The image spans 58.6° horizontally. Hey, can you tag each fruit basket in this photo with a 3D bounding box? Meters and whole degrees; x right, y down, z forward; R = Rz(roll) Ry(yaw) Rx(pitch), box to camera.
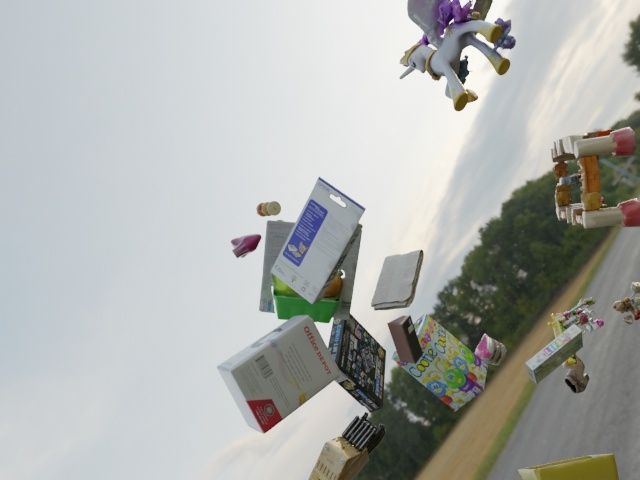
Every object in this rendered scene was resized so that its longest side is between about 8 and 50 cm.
[{"bbox_3d":[-0.039,0.104,1.979,0.165,0.327,0.353,-101,16,-73],"label":"fruit basket"}]

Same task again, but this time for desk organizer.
[{"bbox_3d":[0.228,0.265,1.537,0.047,0.050,0.130,-39,-63,-42],"label":"desk organizer"}]

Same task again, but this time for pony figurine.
[{"bbox_3d":[0.366,-0.558,1.562,0.303,0.363,0.351,7,-60,-32],"label":"pony figurine"}]

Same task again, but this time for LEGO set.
[{"bbox_3d":[0.745,0.247,1.648,0.287,0.132,0.107,-28,-17,-49],"label":"LEGO set"}]

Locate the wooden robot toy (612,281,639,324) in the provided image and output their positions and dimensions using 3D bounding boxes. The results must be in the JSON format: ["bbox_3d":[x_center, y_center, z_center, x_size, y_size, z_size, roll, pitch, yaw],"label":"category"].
[{"bbox_3d":[1.028,0.221,1.916,0.076,0.079,0.173,-94,1,-52],"label":"wooden robot toy"}]

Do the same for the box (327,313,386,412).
[{"bbox_3d":[0.145,0.469,2.237,0.073,0.293,0.295,-26,31,28],"label":"box"}]

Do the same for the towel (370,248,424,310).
[{"bbox_3d":[0.315,0.161,2.342,0.049,0.187,0.282,48,-134,-33],"label":"towel"}]

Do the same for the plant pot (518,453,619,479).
[{"bbox_3d":[0.685,0.694,1.537,0.212,0.187,0.212,-12,-23,1],"label":"plant pot"}]

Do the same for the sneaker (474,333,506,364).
[{"bbox_3d":[0.660,0.424,2.186,0.103,0.111,0.252,-64,-17,8],"label":"sneaker"}]

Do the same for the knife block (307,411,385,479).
[{"bbox_3d":[0.090,0.674,1.767,0.242,0.088,0.275,5,-68,-53],"label":"knife block"}]

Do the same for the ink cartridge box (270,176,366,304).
[{"bbox_3d":[0.000,0.000,1.576,0.065,0.165,0.332,-23,-34,-58],"label":"ink cartridge box"}]

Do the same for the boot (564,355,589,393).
[{"bbox_3d":[0.789,0.415,1.781,0.087,0.118,0.042,-22,-19,-33],"label":"boot"}]

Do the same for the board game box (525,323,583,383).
[{"bbox_3d":[0.582,0.283,1.416,0.154,0.026,0.103,-38,-40,-2],"label":"board game box"}]

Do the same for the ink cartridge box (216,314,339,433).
[{"bbox_3d":[-0.126,0.401,1.748,0.306,0.226,0.131,-30,8,-31],"label":"ink cartridge box"}]

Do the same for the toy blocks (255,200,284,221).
[{"bbox_3d":[-0.185,-0.078,2.048,0.054,0.123,0.148,-20,9,-27],"label":"toy blocks"}]

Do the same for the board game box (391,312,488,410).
[{"bbox_3d":[0.399,0.402,1.899,0.142,0.275,0.144,-51,0,32],"label":"board game box"}]

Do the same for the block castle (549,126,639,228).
[{"bbox_3d":[0.908,-0.201,1.856,0.453,0.213,0.303,-26,-73,-77],"label":"block castle"}]

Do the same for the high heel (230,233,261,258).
[{"bbox_3d":[-0.271,0.005,2.125,0.117,0.082,0.244,-35,4,-2],"label":"high heel"}]
